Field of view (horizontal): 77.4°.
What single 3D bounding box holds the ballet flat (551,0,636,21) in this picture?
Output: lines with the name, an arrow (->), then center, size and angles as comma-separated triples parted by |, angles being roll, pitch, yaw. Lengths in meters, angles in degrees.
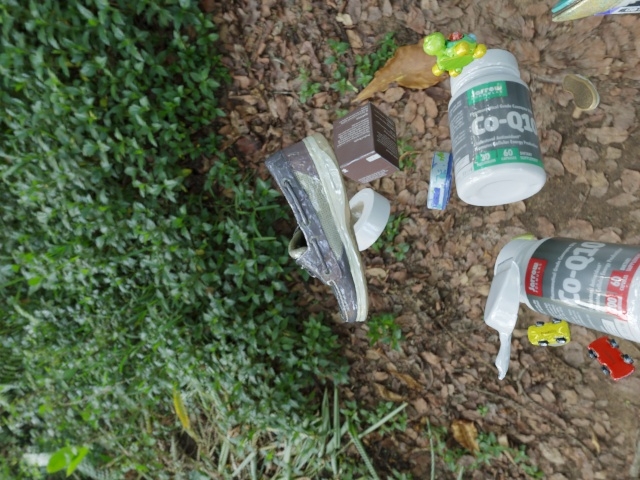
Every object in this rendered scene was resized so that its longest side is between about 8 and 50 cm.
ballet flat -> 0.558, -0.471, 0.638 | 0.123, 0.123, 0.348 | 49, 139, 1

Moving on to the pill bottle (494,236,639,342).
pill bottle -> 0.489, 0.077, 0.754 | 0.283, 0.162, 0.161 | 13, 124, 64

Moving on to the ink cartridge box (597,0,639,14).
ink cartridge box -> 0.973, -0.822, 1.260 | 0.209, 0.045, 0.206 | -2, 86, 3

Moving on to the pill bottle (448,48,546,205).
pill bottle -> 0.441, -0.289, 1.033 | 0.205, 0.204, 0.360 | -12, 67, 32

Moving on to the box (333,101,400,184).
box -> 0.160, -0.337, 1.411 | 0.169, 0.167, 0.202 | -17, 66, 37

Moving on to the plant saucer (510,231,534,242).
plant saucer -> 0.529, 0.061, 1.110 | 0.045, 0.188, 0.188 | 23, 103, 23

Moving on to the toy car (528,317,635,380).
toy car -> 0.657, 0.195, 0.965 | 0.239, 0.053, 0.224 | 21, 81, 58

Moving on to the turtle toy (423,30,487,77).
turtle toy -> 0.273, -0.396, 0.832 | 0.095, 0.130, 0.066 | -25, 73, 62

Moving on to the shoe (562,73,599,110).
shoe -> 0.843, -0.479, 1.274 | 0.059, 0.218, 0.076 | 4, 132, 4

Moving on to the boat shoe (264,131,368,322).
boat shoe -> 0.000, 0.000, 0.549 | 0.093, 0.102, 0.284 | -18, 121, -3

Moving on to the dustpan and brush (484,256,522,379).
dustpan and brush -> 0.339, 0.146, 0.739 | 0.061, 0.147, 0.210 | 18, 85, 16

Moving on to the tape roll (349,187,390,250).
tape roll -> 0.191, -0.096, 1.848 | 0.100, 0.286, 0.286 | 28, 128, -22

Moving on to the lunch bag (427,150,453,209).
lunch bag -> 0.491, -0.239, 1.641 | 0.090, 0.175, 0.218 | 9, 149, 16
